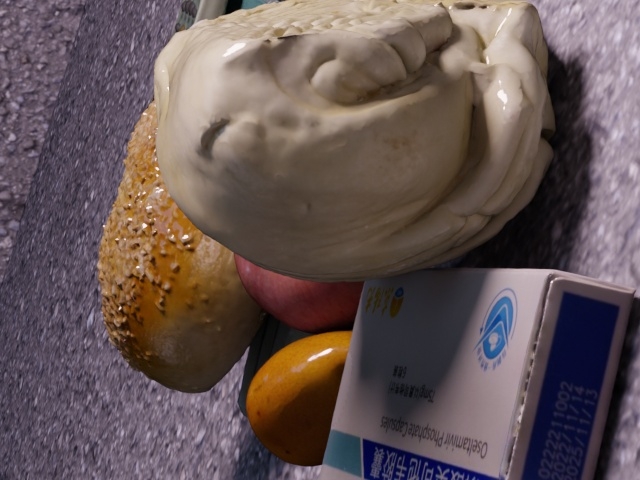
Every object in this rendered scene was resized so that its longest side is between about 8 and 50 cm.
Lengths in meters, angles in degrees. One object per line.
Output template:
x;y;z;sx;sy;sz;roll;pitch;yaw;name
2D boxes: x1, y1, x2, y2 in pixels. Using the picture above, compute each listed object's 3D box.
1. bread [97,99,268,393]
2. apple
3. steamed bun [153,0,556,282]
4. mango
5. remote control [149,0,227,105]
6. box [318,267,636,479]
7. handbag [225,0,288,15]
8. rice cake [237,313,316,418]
-0.104;-0.007;1.678;0.192;0.171;0.314;-136;65;-76;bread
0.000;0.000;1.527;0.153;0.120;0.153;-8;73;28;apple
0.027;-0.065;1.312;0.289;0.276;0.203;-81;-14;-76;steamed bun
-0.001;0.116;1.512;0.159;0.105;0.084;-53;28;38;mango
-0.145;-0.185;1.976;0.123;0.038;0.285;-135;60;-70;remote control
0.092;0.118;1.279;0.343;0.065;0.200;178;107;-72;box
-0.063;-0.115;1.913;0.269;0.100;0.274;-141;66;-67;handbag
-0.023;0.065;1.722;0.127;0.043;0.237;-142;68;-73;rice cake
